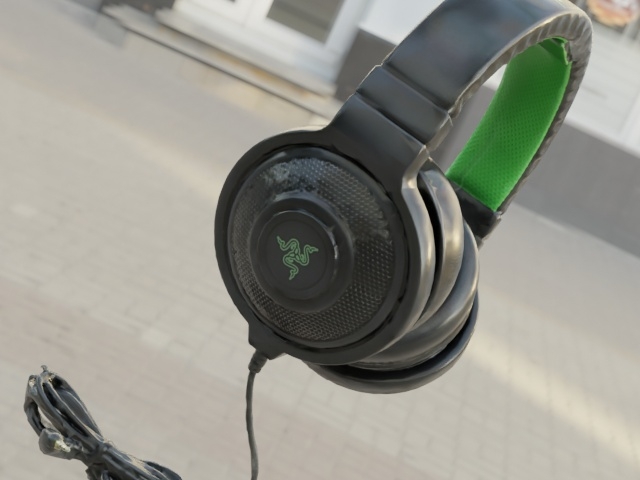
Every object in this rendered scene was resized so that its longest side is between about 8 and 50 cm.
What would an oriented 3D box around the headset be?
[{"bbox_3d":[0.000,0.000,0.862,0.185,0.394,0.243,37,-2,18],"label":"headset"}]
